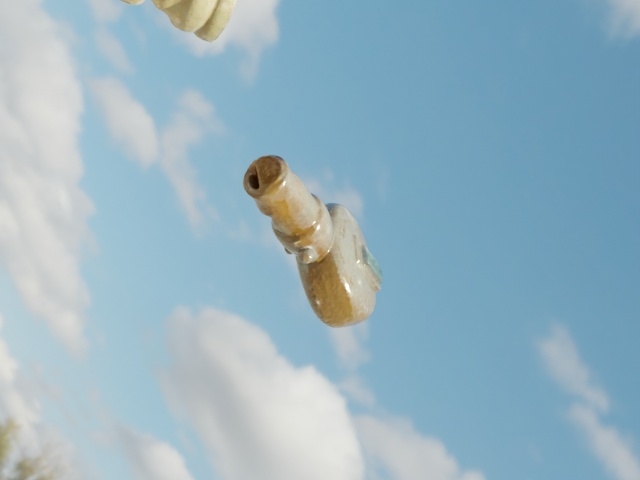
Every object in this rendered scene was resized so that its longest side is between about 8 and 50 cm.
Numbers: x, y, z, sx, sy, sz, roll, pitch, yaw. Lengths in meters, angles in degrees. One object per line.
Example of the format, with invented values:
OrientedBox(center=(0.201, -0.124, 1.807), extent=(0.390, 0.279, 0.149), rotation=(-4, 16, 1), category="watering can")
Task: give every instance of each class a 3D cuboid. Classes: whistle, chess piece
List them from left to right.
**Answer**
OrientedBox(center=(-0.264, -0.406, 1.782), extent=(0.143, 0.261, 0.142), rotation=(-39, -136, 52), category="chess piece")
OrientedBox(center=(0.000, 0.000, 0.948), extent=(0.220, 0.057, 0.107), rotation=(52, 27, -52), category="whistle")
